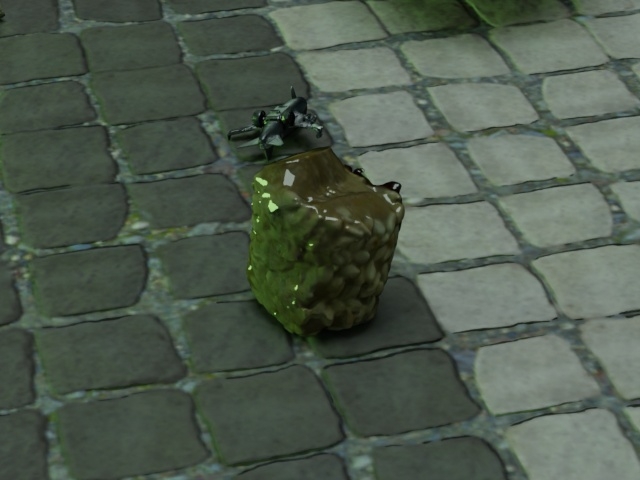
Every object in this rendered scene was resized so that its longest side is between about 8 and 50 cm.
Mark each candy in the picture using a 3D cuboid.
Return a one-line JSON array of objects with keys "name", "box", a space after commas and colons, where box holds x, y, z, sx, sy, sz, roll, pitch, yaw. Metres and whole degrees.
[{"name": "candy", "box": [0.000, 0.000, 1.180, 0.095, 0.110, 0.085, 38, 38, 29]}]

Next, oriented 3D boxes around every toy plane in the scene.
[{"name": "toy plane", "box": [-0.028, -0.088, 1.387, 0.078, 0.031, 0.083, 1, 33, 26]}]

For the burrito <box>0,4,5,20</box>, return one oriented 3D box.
[{"name": "burrito", "box": [-0.380, -0.208, 1.548, 0.229, 0.058, 0.063, 5, 35, 5]}]
